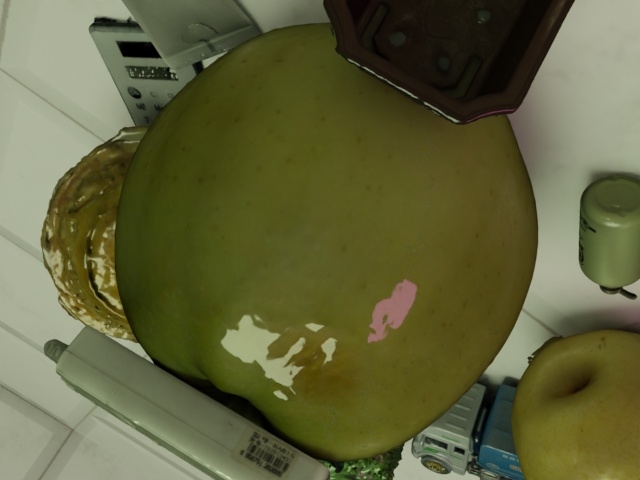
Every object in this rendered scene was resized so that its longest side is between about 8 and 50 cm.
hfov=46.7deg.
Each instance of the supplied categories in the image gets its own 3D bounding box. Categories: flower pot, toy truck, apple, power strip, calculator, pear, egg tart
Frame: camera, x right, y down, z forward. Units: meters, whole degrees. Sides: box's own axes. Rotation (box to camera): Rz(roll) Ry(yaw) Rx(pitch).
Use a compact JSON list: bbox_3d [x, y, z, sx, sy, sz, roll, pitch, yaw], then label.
[{"bbox_3d":[0.118,-0.218,0.629,0.178,0.251,0.084,29,171,-2],"label":"flower pot"},{"bbox_3d":[0.339,0.344,1.245,0.367,0.146,0.175,13,143,20],"label":"toy truck"},{"bbox_3d":[0.000,0.000,0.813,0.473,0.474,0.474,19,144,14],"label":"apple"},{"bbox_3d":[-0.132,0.178,0.724,0.338,0.058,0.098,26,157,15],"label":"power strip"},{"bbox_3d":[-0.215,-0.196,1.050,0.161,0.021,0.262,9,141,25],"label":"calculator"},{"bbox_3d":[0.406,0.271,0.981,0.309,0.309,0.309,19,144,14],"label":"pear"},{"bbox_3d":[-0.235,0.014,1.053,0.341,0.129,0.341,-3,110,-7],"label":"egg tart"}]

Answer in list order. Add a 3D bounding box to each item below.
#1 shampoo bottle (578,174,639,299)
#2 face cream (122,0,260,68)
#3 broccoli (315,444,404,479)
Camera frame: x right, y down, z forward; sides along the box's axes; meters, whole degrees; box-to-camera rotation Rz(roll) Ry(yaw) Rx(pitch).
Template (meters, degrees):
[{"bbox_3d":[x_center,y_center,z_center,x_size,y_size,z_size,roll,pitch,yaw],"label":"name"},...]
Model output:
[{"bbox_3d":[0.343,0.005,0.866,0.079,0.079,0.162,10,142,25],"label":"shampoo bottle"},{"bbox_3d":[-0.205,-0.325,0.828,0.143,0.089,0.314,-12,134,28],"label":"face cream"},{"bbox_3d":[-0.010,0.309,1.303,0.320,0.310,0.413,11,178,0],"label":"broccoli"}]
